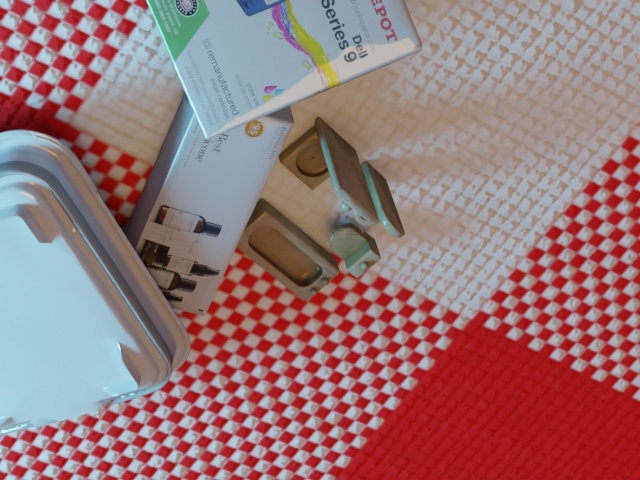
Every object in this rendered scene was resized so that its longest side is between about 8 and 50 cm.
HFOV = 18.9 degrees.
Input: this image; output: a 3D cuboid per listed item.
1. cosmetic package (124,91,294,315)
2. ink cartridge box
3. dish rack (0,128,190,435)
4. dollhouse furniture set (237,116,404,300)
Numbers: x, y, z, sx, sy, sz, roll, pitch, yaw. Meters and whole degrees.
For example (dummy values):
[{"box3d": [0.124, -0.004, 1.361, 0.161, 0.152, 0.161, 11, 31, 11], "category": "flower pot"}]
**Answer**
[{"box3d": [-0.116, -0.042, 1.858, 0.099, 0.060, 0.239, 13, 121, -21], "category": "cosmetic package"}, {"box3d": [-0.033, -0.201, 1.709, 0.212, 0.093, 0.154, -22, 97, 2], "category": "ink cartridge box"}, {"box3d": [-0.309, 0.063, 1.849, 0.285, 0.072, 0.333, -17, 128, 16], "category": "dish rack"}, {"box3d": [0.000, 0.000, 1.874, 0.151, 0.123, 0.144, -40, 123, 16], "category": "dollhouse furniture set"}]
